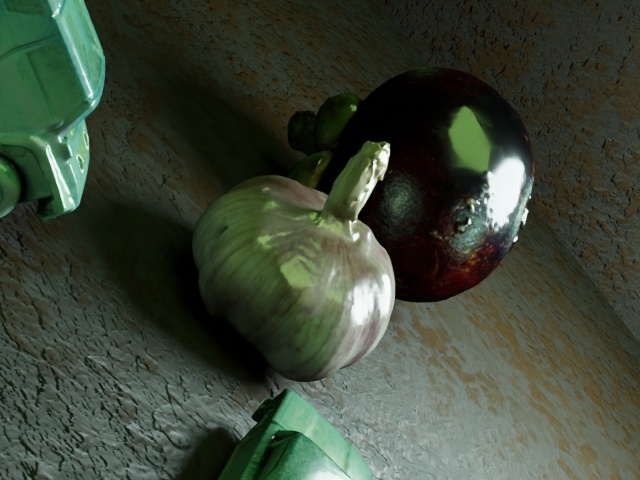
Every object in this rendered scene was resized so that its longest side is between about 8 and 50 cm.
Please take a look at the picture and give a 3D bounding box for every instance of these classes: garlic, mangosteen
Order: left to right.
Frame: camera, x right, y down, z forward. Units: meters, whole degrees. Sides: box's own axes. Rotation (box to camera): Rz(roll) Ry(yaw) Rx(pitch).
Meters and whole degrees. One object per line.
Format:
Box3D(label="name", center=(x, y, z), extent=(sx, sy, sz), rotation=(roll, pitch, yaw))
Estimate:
Box3D(label="garlic", center=(0.000, 0.000, 1.408), extent=(0.245, 0.253, 0.245), rotation=(36, 16, -12))
Box3D(label="mangosteen", center=(0.127, -0.079, 1.733), extent=(0.330, 0.330, 0.330), rotation=(40, 22, -19))

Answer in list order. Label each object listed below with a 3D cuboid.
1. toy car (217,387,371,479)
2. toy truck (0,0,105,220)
Box3D(label="toy car", center=(-0.022, 0.240, 1.126), extent=(0.141, 0.097, 0.321), rotation=(45, 21, -6))
Box3D(label="toy truck", center=(-0.281, -0.157, 1.158), extent=(0.155, 0.156, 0.279), rotation=(-96, 169, -59))
